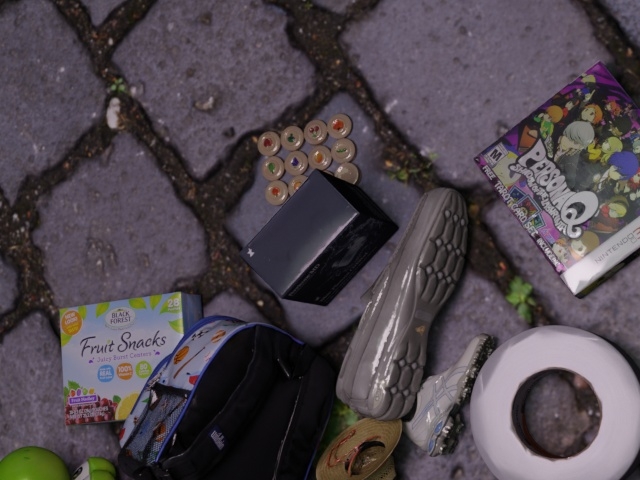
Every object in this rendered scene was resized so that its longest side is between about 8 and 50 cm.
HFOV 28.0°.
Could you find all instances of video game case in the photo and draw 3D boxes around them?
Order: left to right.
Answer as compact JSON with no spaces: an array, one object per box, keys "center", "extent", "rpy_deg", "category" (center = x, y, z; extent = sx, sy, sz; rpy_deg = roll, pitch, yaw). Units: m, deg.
[{"center":[0.345,-0.078,1.643],"extent":[0.210,0.042,0.232],"rpy_deg":[-38,70,13],"category":"video game case"}]

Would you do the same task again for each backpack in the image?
[{"center":[-0.114,0.235,1.687],"extent":[0.213,0.276,0.263],"rpy_deg":[18,75,51],"category":"backpack"}]

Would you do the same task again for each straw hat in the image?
[{"center":[0.067,0.296,1.693],"extent":[0.144,0.144,0.061],"rpy_deg":[-33,110,16],"category":"straw hat"}]

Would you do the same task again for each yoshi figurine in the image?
[{"center":[-0.453,0.427,1.832],"extent":[0.362,0.203,0.203],"rpy_deg":[-47,62,7],"category":"yoshi figurine"}]

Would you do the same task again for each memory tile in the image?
[{"center":[-0.018,-0.114,1.816],"extent":[0.148,0.012,0.113],"rpy_deg":[-12,78,20],"category":"memory tile"}]

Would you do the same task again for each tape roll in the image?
[{"center":[0.302,0.217,1.605],"extent":[0.219,0.072,0.219],"rpy_deg":[-3,82,23],"category":"tape roll"}]

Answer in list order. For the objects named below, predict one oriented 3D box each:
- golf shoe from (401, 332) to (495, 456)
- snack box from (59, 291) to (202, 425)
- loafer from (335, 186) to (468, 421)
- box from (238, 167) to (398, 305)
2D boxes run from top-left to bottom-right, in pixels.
[{"center":[0.162,0.191,1.673],"extent":[0.086,0.069,0.176],"rpy_deg":[29,93,29],"category":"golf shoe"},{"center":[-0.271,0.172,1.852],"extent":[0.207,0.070,0.174],"rpy_deg":[-8,80,21],"category":"snack box"},{"center":[0.102,0.077,1.687],"extent":[0.111,0.112,0.319],"rpy_deg":[16,82,41],"category":"loafer"},{"center":[0.000,0.000,1.714],"extent":[0.156,0.158,0.093],"rpy_deg":[-48,68,11],"category":"box"}]
